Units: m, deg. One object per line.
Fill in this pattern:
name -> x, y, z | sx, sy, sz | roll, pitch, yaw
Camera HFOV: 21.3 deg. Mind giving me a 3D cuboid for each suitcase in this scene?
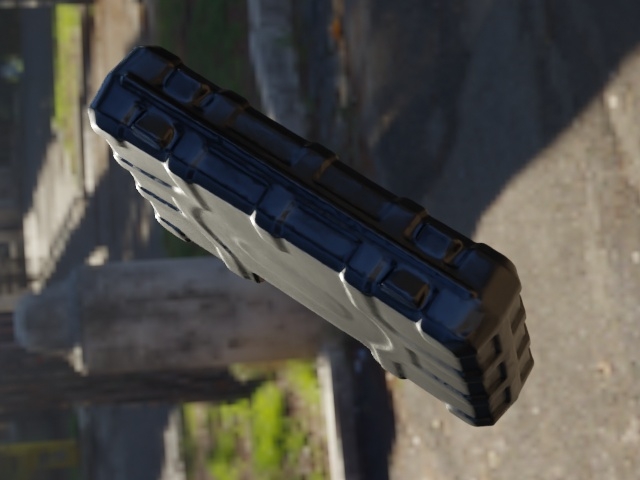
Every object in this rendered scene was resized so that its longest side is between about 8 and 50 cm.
suitcase -> 0.000, 0.000, 1.056 | 0.066, 0.285, 0.206 | -54, -20, -11
